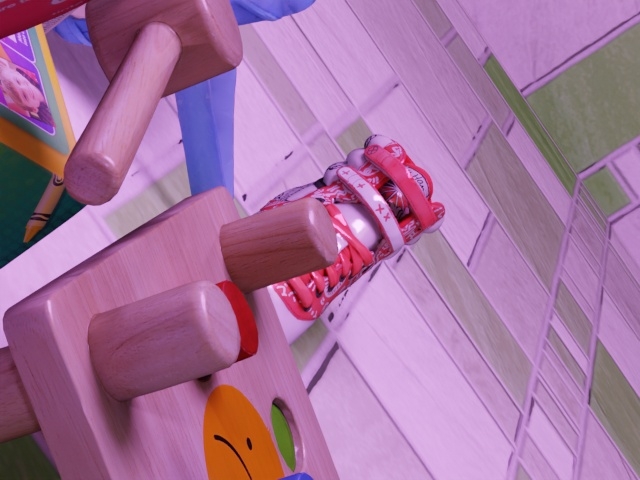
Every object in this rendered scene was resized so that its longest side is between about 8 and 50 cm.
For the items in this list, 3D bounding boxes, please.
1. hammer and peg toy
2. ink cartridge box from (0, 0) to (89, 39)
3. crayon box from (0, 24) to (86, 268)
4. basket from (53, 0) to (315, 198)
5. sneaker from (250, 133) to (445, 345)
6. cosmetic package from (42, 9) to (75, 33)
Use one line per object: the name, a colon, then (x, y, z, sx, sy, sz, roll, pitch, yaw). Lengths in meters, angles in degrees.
hammer and peg toy: (-0.064, 0.067, 0.736, 0.266, 0.127, 0.361, -46, 116, -72)
ink cartridge box: (-0.154, -0.213, 0.602, 0.306, 0.131, 0.226, 144, -77, -81)
crayon box: (-0.226, -0.134, 0.841, 0.165, 0.081, 0.278, 33, 29, -51)
basket: (-0.091, -0.188, 1.147, 0.255, 0.201, 0.289, -96, -177, -54)
sneaker: (-0.001, -0.001, 1.102, 0.090, 0.145, 0.270, 56, 18, -3)
cosmetic package: (-0.168, -0.154, 0.974, 0.041, 0.115, 0.060, 58, 16, 8)
